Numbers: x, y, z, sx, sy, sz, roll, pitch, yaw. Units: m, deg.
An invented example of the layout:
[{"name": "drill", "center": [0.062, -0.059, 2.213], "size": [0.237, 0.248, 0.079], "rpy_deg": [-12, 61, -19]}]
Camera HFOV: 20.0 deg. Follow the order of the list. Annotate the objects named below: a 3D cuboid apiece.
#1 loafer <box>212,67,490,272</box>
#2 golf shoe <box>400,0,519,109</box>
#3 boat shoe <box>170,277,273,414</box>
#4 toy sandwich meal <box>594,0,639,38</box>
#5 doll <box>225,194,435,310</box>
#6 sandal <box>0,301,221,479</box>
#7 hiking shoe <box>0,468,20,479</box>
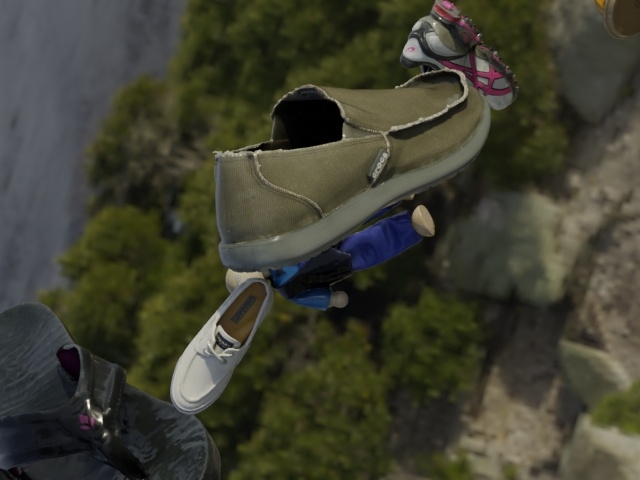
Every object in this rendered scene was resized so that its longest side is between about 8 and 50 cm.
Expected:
[{"name": "loafer", "center": [0.022, -0.065, 1.179], "size": [0.094, 0.251, 0.087], "rpy_deg": [-3, 112, 41]}, {"name": "golf shoe", "center": [0.141, -0.178, 1.876], "size": [0.086, 0.186, 0.067], "rpy_deg": [-48, 52, 3]}, {"name": "boat shoe", "center": [-0.062, 0.066, 1.149], "size": [0.100, 0.035, 0.035], "rpy_deg": [-54, -3, -9]}, {"name": "toy sandwich meal", "center": [0.293, -0.234, 1.734], "size": [0.029, 0.086, 0.085], "rpy_deg": [37, 110, 43]}, {"name": "doll", "center": [0.000, 0.000, 1.596], "size": [0.189, 0.129, 0.046], "rpy_deg": [-27, 12, 14]}, {"name": "sandal", "center": [-0.242, 0.152, 1.592], "size": [0.167, 0.107, 0.446], "rpy_deg": [-43, 34, -14]}, {"name": "hiking shoe", "center": [-0.299, 0.244, 1.351], "size": [0.086, 0.114, 0.227], "rpy_deg": [-53, 1, 38]}]
